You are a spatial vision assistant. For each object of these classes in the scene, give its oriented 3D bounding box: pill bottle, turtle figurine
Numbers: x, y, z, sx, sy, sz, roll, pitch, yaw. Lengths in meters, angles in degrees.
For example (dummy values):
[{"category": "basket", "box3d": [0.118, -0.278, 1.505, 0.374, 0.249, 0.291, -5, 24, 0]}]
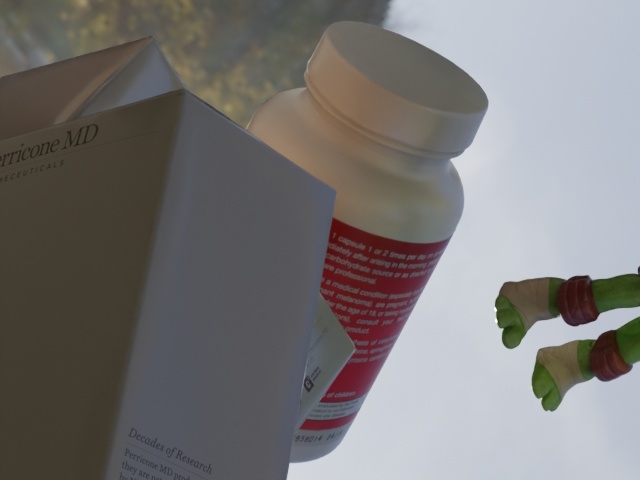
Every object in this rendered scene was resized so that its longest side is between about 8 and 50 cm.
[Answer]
[{"category": "pill bottle", "box3d": [0.000, 0.000, 1.944, 0.229, 0.229, 0.408, -93, -153, -63]}, {"category": "turtle figurine", "box3d": [0.298, 0.095, 1.730, 0.266, 0.198, 0.275, -15, -111, 26]}]

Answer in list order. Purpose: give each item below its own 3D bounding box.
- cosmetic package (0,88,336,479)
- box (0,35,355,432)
[{"category": "cosmetic package", "box3d": [-0.131, 0.114, 1.187, 0.197, 0.155, 0.366, -13, -121, 39]}, {"category": "box", "box3d": [-0.166, 0.025, 1.688, 0.215, 0.345, 0.168, -8, -147, 44]}]
